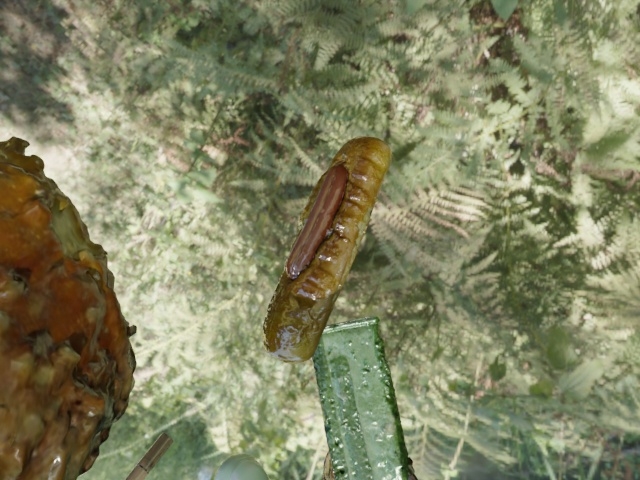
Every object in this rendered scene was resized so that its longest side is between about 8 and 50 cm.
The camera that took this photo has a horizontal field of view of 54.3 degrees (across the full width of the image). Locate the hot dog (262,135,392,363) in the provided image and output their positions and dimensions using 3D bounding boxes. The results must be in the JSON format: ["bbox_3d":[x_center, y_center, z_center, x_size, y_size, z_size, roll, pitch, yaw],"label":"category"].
[{"bbox_3d":[0.000,0.000,0.543,0.066,0.215,0.047,9,160,48],"label":"hot dog"}]

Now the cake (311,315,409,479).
[{"bbox_3d":[0.053,0.225,0.837,0.100,0.235,0.099,-12,173,2],"label":"cake"}]

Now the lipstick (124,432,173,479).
[{"bbox_3d":[-0.211,0.271,0.738,0.019,0.094,0.019,24,142,20],"label":"lipstick"}]

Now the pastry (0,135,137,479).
[{"bbox_3d":[-0.336,0.119,0.565,0.293,0.405,0.337,-8,141,25],"label":"pastry"}]

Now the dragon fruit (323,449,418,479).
[{"bbox_3d":[0.066,0.377,0.927,0.218,0.148,0.224,62,169,-17],"label":"dragon fruit"}]

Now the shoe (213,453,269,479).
[{"bbox_3d":[-0.050,0.373,0.691,0.110,0.264,0.095,-15,169,40],"label":"shoe"}]
